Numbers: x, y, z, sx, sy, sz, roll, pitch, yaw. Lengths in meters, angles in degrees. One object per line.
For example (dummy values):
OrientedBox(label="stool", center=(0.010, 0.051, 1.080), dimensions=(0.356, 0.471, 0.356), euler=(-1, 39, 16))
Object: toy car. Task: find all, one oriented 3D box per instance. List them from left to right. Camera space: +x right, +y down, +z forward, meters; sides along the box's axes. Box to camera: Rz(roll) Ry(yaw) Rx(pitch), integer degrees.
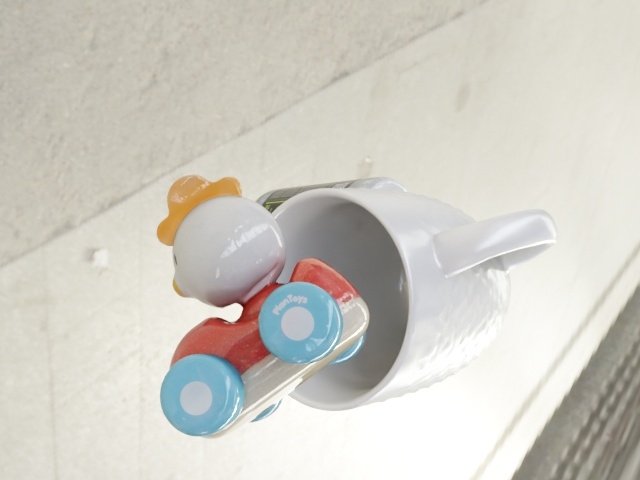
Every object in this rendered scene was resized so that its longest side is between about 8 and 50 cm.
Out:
OrientedBox(label="toy car", center=(-0.093, 0.049, 0.942), dimensions=(0.210, 0.238, 0.219), euler=(-36, 168, 4))

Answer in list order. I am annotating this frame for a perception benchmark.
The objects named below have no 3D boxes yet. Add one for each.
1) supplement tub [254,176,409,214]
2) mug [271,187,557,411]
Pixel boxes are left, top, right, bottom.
OrientedBox(label="supplement tub", center=(0.000, 0.000, 1.608), dimensions=(0.193, 0.315, 0.194), euler=(4, 84, -50))
OrientedBox(label="mug", center=(0.138, 0.051, 1.259), dimensions=(0.328, 0.374, 0.276), euler=(-2, 68, -50))
